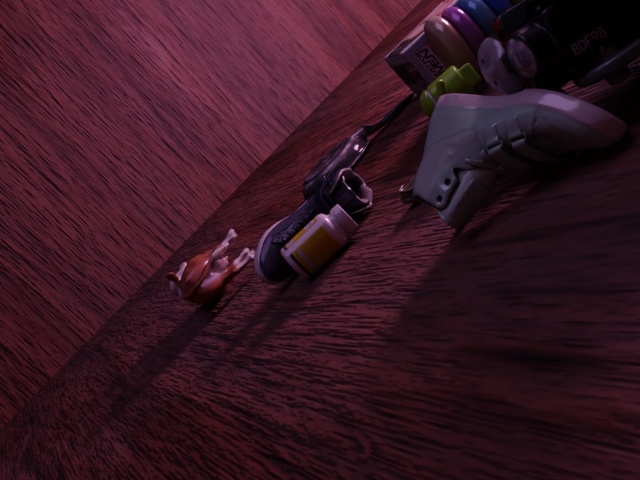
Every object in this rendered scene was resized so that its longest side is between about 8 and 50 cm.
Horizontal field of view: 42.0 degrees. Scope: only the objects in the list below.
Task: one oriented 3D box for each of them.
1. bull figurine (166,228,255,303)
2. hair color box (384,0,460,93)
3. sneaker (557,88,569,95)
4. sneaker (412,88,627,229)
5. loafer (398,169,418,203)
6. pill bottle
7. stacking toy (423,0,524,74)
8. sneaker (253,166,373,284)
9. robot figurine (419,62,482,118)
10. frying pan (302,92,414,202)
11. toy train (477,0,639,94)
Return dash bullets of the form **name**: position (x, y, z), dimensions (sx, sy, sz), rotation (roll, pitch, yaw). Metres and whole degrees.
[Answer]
- **bull figurine**: position (-0.233, 0.066, 1.757), dimensions (0.188, 0.101, 0.310), rotation (-43, 11, -6)
- **hair color box**: position (0.322, -0.481, 1.772), dimensions (0.374, 0.113, 0.185), rotation (-45, 12, 0)
- **sneaker**: position (0.236, -0.131, 0.997), dimensions (0.089, 0.051, 0.170), rotation (-45, 7, -5)
- **sneaker**: position (0.199, -0.075, 0.880), dimensions (0.256, 0.094, 0.151), rotation (12, 83, 58)
- **loafer**: position (0.162, -0.111, 1.164), dimensions (0.148, 0.050, 0.056), rotation (-42, 12, 9)
- **pill bottle**: position (0.000, 0.000, 1.287), dimensions (0.116, 0.065, 0.065), rotation (-43, 12, 4)
- **stacking toy**: position (0.353, -0.432, 1.494), dimensions (0.330, 0.141, 0.141), rotation (-37, 12, 3)
- **sneaker**: position (-0.008, -0.029, 1.365), dimensions (0.226, 0.086, 0.163), rotation (-50, 10, -31)
- **robot figurine**: position (0.219, -0.250, 1.419), dimensions (0.115, 0.067, 0.101), rotation (-40, 2, 20)
- **frying pan**: position (0.073, -0.201, 1.810), dimensions (0.326, 0.053, 0.197), rotation (-44, 12, 17)
- **toy train**: position (0.321, -0.261, 0.885), dimensions (0.334, 0.142, 0.190), rotation (-34, 5, -10)
